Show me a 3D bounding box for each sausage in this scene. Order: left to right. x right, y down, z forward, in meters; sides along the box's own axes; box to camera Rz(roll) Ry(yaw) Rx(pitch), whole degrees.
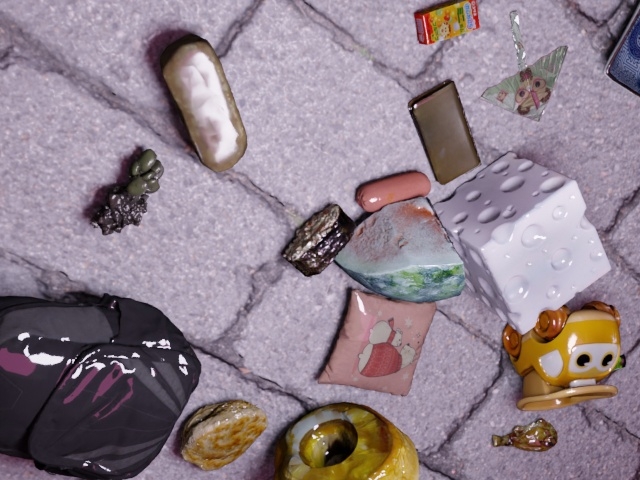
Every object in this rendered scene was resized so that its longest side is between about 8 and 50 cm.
[{"bbox_3d":[0.147,-0.099,1.659,0.154,0.062,0.062,-16,115,-16],"label":"sausage"}]

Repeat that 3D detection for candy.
[{"bbox_3d":[-0.202,-0.239,1.437,0.102,0.104,0.234,-25,117,-6],"label":"candy"},{"bbox_3d":[0.245,-0.425,1.585,0.122,0.038,0.062,-21,117,-14],"label":"candy"}]

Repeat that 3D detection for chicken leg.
[{"bbox_3d":[0.511,0.488,2.043,0.178,0.070,0.093,-3,111,-11],"label":"chicken leg"}]

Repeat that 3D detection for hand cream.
[{"bbox_3d":[0.729,0.325,2.087,0.122,0.023,0.036,-16,104,-17],"label":"hand cream"}]

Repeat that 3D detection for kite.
[{"bbox_3d":[0.424,-0.355,1.704,0.229,0.012,0.250,-29,117,-11],"label":"kite"}]

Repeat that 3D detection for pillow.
[{"bbox_3d":[0.126,0.222,1.763,0.223,0.084,0.236,15,100,-26],"label":"pillow"}]

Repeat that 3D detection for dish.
[{"bbox_3d":[0.700,-0.434,1.747,0.181,0.080,0.243,21,103,-27],"label":"dish"}]

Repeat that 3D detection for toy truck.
[{"bbox_3d":[0.552,0.264,1.868,0.204,0.288,0.212,2,65,-24],"label":"toy truck"}]

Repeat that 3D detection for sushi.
[{"bbox_3d":[0.000,0.000,1.622,0.150,0.090,0.078,-45,116,1],"label":"sushi"}]

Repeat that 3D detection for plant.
[{"bbox_3d":[-0.337,-0.082,1.458,0.174,0.087,0.085,-54,155,0],"label":"plant"}]

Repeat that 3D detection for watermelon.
[{"bbox_3d":[0.161,0.015,1.655,0.289,0.320,0.214,7,91,16],"label":"watermelon"}]

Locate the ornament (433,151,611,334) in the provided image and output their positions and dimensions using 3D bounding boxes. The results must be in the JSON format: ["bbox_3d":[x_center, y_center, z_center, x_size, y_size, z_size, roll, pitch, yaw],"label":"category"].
[{"bbox_3d":[0.406,-0.001,1.704,0.239,0.240,0.239,-35,117,-6],"label":"ornament"}]

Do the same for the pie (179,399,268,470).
[{"bbox_3d":[-0.202,0.404,1.704,0.193,0.079,0.163,-19,126,-15],"label":"pie"}]

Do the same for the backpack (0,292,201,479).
[{"bbox_3d":[-0.461,0.243,1.437,0.445,0.255,0.363,24,101,-42],"label":"backpack"}]

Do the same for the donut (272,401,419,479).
[{"bbox_3d":[0.035,0.458,1.679,0.330,0.330,0.160,-36,116,-6],"label":"donut"}]

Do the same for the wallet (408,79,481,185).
[{"bbox_3d":[0.256,-0.217,1.675,0.110,0.031,0.198,-30,119,-9],"label":"wallet"}]
